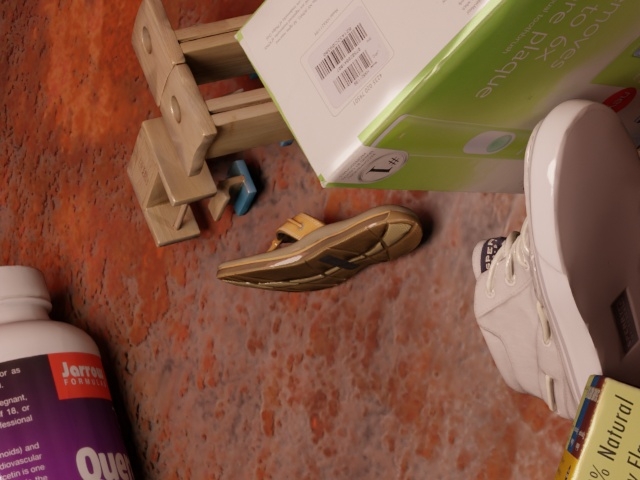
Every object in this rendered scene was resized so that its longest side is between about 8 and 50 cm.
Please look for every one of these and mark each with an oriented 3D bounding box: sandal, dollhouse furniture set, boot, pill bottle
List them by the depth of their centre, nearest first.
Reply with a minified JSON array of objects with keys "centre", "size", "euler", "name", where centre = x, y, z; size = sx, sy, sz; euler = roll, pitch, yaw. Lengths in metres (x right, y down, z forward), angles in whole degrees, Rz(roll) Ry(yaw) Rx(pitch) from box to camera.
[{"centre":[0.141,0.017,1.079],"size":[0.123,0.095,0.258],"euler":[19,136,42],"name":"boot"},{"centre":[0.000,0.000,1.276],"size":[0.180,0.072,0.049],"euler":[-22,60,36],"name":"sandal"},{"centre":[-0.075,-0.104,1.324],"size":[0.129,0.129,0.183],"euler":[67,156,19],"name":"dollhouse furniture set"},{"centre":[-0.249,0.192,1.406],"size":[0.181,0.181,0.323],"euler":[-28,73,36],"name":"pill bottle"}]

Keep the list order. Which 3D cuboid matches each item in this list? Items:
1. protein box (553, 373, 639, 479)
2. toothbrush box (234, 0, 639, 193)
[{"centre":[0.221,0.202,0.965],"size":[0.201,0.136,0.199],"euler":[19,88,6],"name":"protein box"},{"centre":[0.125,-0.135,1.028],"size":[0.206,0.283,0.122],"euler":[-44,64,30],"name":"toothbrush box"}]
